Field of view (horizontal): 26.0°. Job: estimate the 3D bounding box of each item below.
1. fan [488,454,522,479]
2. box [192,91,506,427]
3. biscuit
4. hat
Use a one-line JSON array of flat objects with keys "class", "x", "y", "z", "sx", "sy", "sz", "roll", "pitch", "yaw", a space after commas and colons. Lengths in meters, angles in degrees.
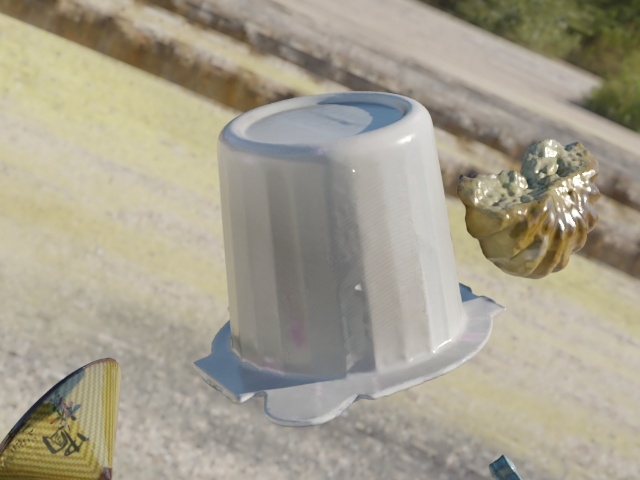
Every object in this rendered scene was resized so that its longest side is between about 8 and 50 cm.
[{"class": "fan", "x": 0.157, "y": 0.208, "z": 0.834, "sx": 0.193, "sy": 0.016, "sz": 0.038, "roll": 57, "pitch": 8, "yaw": 35}, {"class": "box", "x": 0.000, "y": 0.000, "z": 1.157, "sx": 0.262, "sy": 0.206, "sz": 0.291, "roll": -1, "pitch": 20, "yaw": 21}, {"class": "biscuit", "x": 0.202, "y": -0.027, "z": 1.241, "sx": 0.061, "sy": 0.118, "sz": 0.183, "roll": -9, "pitch": 13, "yaw": 43}, {"class": "hat", "x": -0.238, "y": 0.214, "z": 1.362, "sx": 0.082, "sy": 0.193, "sz": 0.193, "roll": 39, "pitch": 17, "yaw": 17}]
